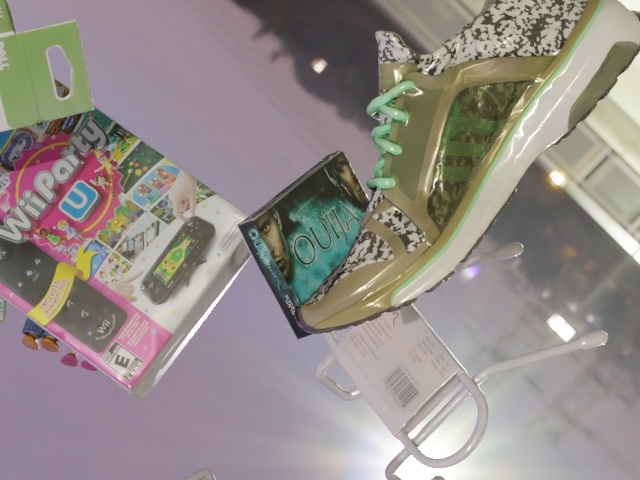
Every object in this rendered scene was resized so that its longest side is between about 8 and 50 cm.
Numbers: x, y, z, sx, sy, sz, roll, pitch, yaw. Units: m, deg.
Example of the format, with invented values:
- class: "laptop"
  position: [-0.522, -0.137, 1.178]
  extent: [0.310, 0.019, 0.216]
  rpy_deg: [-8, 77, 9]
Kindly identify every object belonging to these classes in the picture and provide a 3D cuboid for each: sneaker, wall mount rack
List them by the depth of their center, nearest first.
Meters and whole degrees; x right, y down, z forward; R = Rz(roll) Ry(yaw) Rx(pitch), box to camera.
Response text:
- class: "sneaker"
  position: [0.093, -0.097, 1.364]
  extent: [0.182, 0.410, 0.158]
  rpy_deg: [42, 172, -7]
- class: "wall mount rack"
  position: [0.159, 0.137, 1.894]
  extent: [0.130, 0.304, 0.350]
  rpy_deg: [40, -172, -42]

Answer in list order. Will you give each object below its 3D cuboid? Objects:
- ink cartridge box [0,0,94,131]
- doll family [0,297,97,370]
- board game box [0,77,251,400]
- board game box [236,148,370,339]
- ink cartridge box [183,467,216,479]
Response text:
- class: "ink cartridge box"
  position: [-0.321, -0.153, 1.411]
  extent: [0.062, 0.209, 0.109]
  rpy_deg: [-115, 15, -45]
- class: "doll family"
  position: [-0.382, 0.064, 2.084]
  extent: [0.263, 0.163, 0.118]
  rpy_deg: [11, 152, 3]
- class: "board game box"
  position: [-0.249, -0.009, 1.652]
  extent: [0.303, 0.224, 0.097]
  rpy_deg: [35, 174, 10]
- class: "board game box"
  position: [0.000, 0.000, 1.523]
  extent: [0.126, 0.026, 0.186]
  rpy_deg: [61, -143, -10]
- class: "ink cartridge box"
  position: [-0.048, 0.335, 1.341]
  extent: [0.232, 0.066, 0.189]
  rpy_deg: [60, 176, -35]
